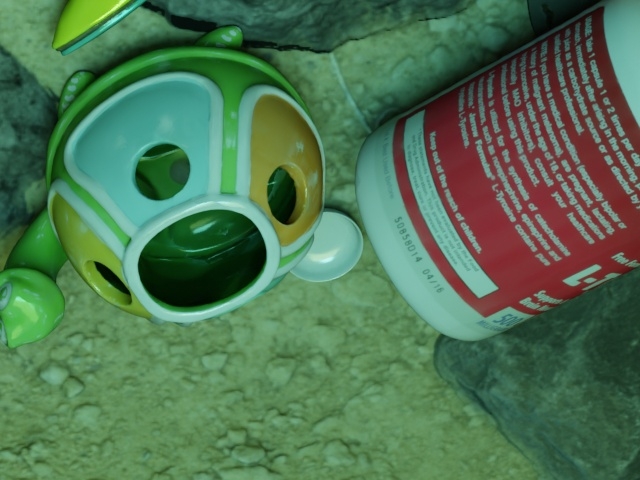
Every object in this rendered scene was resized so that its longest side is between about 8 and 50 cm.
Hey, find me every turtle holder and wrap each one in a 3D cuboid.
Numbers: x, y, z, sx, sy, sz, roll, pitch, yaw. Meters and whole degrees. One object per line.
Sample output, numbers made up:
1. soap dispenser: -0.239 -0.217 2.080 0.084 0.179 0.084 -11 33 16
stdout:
1. turtle holder: -0.151 -0.037 1.660 0.320 0.227 0.243 -5 124 -8

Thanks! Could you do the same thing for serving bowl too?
1. serving bowl: 0.000 0.000 1.832 0.083 0.027 0.083 -5 124 -7

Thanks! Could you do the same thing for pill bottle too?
1. pill bottle: 0.252 -0.086 1.645 0.408 0.229 0.229 -28 125 29

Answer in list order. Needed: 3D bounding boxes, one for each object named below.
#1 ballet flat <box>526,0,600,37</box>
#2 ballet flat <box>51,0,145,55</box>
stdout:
1. ballet flat: 0.262 -0.184 1.753 0.084 0.058 0.250 -17 120 22
2. ballet flat: -0.151 -0.251 1.624 0.231 0.077 0.077 -29 102 5
